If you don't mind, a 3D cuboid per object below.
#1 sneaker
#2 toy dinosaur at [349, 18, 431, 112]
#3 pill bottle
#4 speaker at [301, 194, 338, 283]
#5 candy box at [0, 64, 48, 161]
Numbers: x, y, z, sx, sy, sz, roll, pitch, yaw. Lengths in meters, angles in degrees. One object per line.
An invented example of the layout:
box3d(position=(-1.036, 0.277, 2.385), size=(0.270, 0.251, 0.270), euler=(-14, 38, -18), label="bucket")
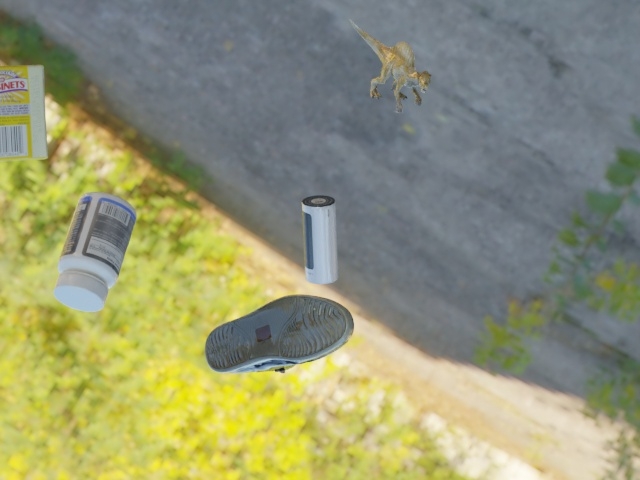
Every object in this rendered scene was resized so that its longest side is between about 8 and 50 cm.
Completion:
box3d(position=(-0.029, 0.119, 1.778), size=(0.222, 0.083, 0.118), euler=(-14, 167, 35), label="sneaker")
box3d(position=(0.105, -0.243, 1.987), size=(0.183, 0.053, 0.092), euler=(44, 134, 38), label="toy dinosaur")
box3d(position=(-0.285, 0.015, 1.763), size=(0.078, 0.137, 0.078), euler=(10, 151, 6), label="pill bottle")
box3d(position=(0.000, 0.000, 2.246), size=(0.055, 0.055, 0.136), euler=(18, 119, 40), label="speaker")
box3d(position=(-0.398, -0.134, 1.509), size=(0.206, 0.105, 0.027), euler=(-5, -173, -26), label="candy box")
